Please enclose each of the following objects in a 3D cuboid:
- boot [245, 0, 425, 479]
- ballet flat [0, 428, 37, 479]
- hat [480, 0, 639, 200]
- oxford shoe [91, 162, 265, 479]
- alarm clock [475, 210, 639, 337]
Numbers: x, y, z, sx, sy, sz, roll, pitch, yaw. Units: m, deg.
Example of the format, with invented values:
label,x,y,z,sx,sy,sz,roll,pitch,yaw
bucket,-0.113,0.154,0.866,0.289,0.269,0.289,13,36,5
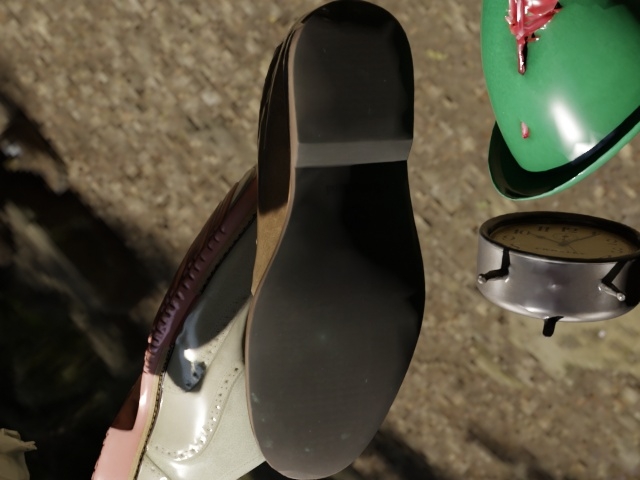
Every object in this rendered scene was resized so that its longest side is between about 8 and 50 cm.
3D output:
label,x,y,z,sx,sy,sz,roll,pitch,yaw
boot,0.000,0.000,0.936,0.115,0.112,0.305,-166,81,-70
ballet flat,-0.212,0.143,0.579,0.147,0.147,0.409,49,148,-5
hat,0.098,-0.148,0.783,0.183,0.173,0.208,31,124,-21
oxford shoe,-0.082,0.108,1.257,0.146,0.140,0.397,24,123,-1
alarm clock,0.191,0.015,1.117,0.129,0.192,0.064,7,111,15
